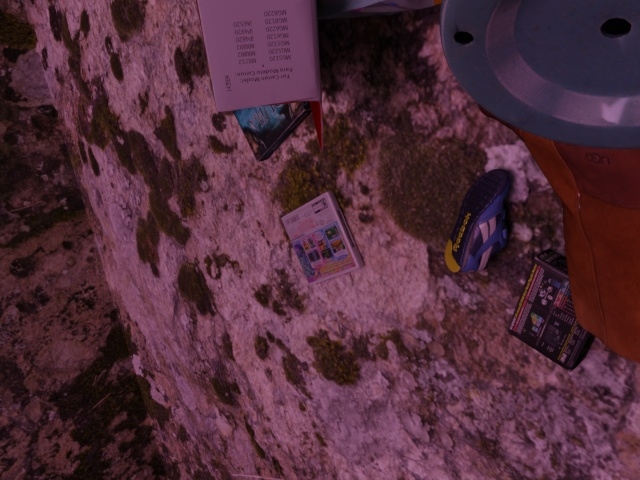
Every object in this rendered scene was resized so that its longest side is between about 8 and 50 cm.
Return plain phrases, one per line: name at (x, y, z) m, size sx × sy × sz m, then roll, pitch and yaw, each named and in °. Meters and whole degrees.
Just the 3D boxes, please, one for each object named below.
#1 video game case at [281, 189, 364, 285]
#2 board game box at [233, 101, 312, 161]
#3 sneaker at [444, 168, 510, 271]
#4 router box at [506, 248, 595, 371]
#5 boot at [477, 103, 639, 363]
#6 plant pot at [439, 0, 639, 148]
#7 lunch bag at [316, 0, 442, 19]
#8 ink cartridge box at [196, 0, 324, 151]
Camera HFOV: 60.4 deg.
video game case at (0.000, 0.000, 0.997) m, size 0.157 × 0.019 × 0.143 m, roll -25°, pitch 88°, yaw 52°
board game box at (-0.091, -0.239, 0.987) m, size 0.186 × 0.026 × 0.126 m, roll -35°, pitch 79°, yaw 52°
sneaker at (0.212, -0.023, 0.707) m, size 0.053 × 0.059 × 0.144 m, roll -115°, pitch 41°, yaw -61°
router box at (0.291, 0.085, 0.668) m, size 0.092 × 0.038 × 0.122 m, roll 34°, pitch 131°, yaw 36°
boot at (0.263, -0.040, 0.563) m, size 0.264 × 0.096 × 0.280 m, roll -137°, pitch 24°, yaw -70°
plant pot at (0.192, -0.205, 0.322) m, size 0.272 × 0.272 × 0.255 m, roll -6°, pitch 58°, yaw 52°
lunch bag at (0.107, -0.367, 0.581) m, size 0.262 × 0.160 × 0.223 m, roll 14°, pitch 117°, yaw 53°
ink cartridge box at (-0.078, -0.290, 0.719) m, size 0.309 × 0.130 × 0.271 m, roll -100°, pitch 4°, yaw -56°
